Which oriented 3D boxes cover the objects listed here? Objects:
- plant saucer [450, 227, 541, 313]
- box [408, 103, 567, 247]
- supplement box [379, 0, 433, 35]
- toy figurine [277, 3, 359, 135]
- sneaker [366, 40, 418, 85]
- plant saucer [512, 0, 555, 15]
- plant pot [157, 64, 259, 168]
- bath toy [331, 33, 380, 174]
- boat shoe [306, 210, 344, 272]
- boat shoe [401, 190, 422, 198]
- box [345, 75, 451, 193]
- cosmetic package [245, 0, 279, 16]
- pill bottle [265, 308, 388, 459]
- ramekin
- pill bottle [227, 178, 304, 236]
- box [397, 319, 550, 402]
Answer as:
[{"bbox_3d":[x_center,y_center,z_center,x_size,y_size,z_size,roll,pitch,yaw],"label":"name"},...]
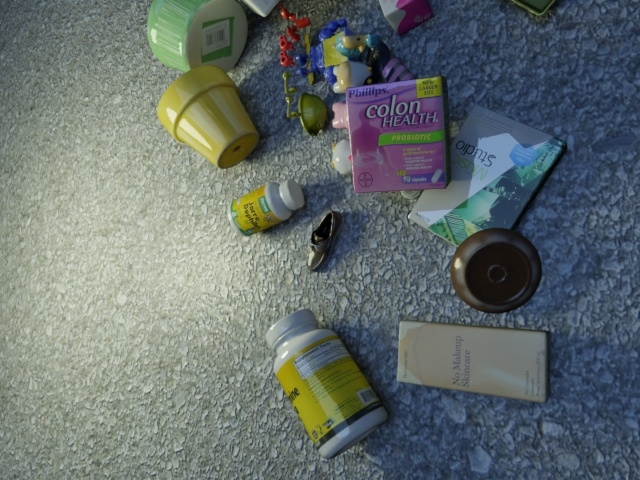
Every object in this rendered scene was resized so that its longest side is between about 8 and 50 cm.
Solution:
[{"bbox_3d":[0.392,0.072,1.106,0.198,0.036,0.199,2,100,10],"label":"plant saucer"},{"bbox_3d":[0.387,-0.133,1.178,0.232,0.058,0.322,34,100,29],"label":"box"},{"bbox_3d":[0.209,-0.691,1.341,0.111,0.114,0.220,-22,70,23],"label":"supplement box"},{"bbox_3d":[0.025,-0.499,1.375,0.217,0.191,0.363,-10,78,22],"label":"toy figurine"},{"bbox_3d":[0.210,-0.410,1.314,0.131,0.112,0.319,-5,59,-14],"label":"sneaker"},{"bbox_3d":[0.526,-0.648,1.196,0.188,0.045,0.188,-49,63,12],"label":"plant saucer"},{"bbox_3d":[-0.322,-0.357,1.517,0.254,0.254,0.239,-43,80,16],"label":"plant pot"},{"bbox_3d":[0.094,-0.342,1.287,0.129,0.151,0.348,6,106,21],"label":"bath toy"},{"bbox_3d":[0.000,0.000,1.364,0.066,0.066,0.183,24,93,30],"label":"boat shoe"},{"bbox_3d":[0.216,-0.221,1.277,0.083,0.076,0.226,-19,73,25],"label":"boat shoe"},{"bbox_3d":[0.184,-0.240,1.146,0.213,0.117,0.243,0,104,21],"label":"box"},{"bbox_3d":[-0.191,-0.868,1.377,0.329,0.327,0.394,-48,25,12],"label":"cosmetic package"},{"bbox_3d":[0.002,0.345,1.235,0.188,0.188,0.334,-43,64,16],"label":"pill bottle"},{"bbox_3d":[-0.370,-0.655,1.555,0.148,0.303,0.303,35,99,22],"label":"ramekin"},{"bbox_3d":[-0.155,-0.098,1.437,0.208,0.117,0.118,-22,72,24],"label":"pill bottle"},{"bbox_3d":[0.337,0.259,1.101,0.311,0.121,0.148,-2,81,29],"label":"box"}]
